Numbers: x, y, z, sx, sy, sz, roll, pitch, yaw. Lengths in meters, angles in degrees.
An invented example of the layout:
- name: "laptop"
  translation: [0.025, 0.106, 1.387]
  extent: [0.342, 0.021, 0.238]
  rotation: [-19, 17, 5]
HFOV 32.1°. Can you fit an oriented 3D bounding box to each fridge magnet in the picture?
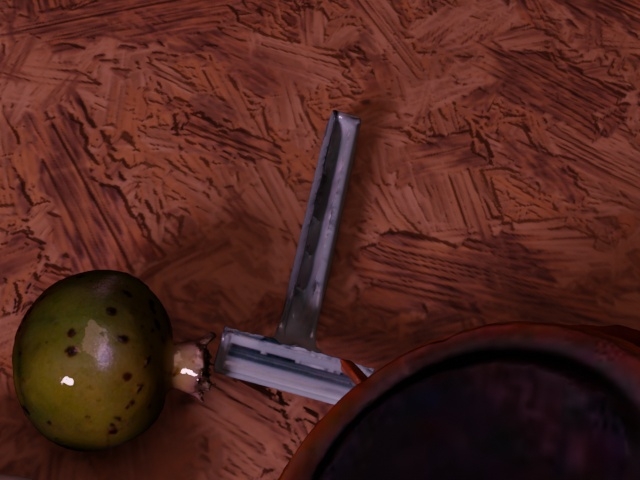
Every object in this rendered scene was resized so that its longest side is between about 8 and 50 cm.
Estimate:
- name: "fridge magnet"
  translation: [0.103, 0.186, 0.631]
  extent: [0.364, 0.155, 0.363]
  rotation: [-21, 37, 17]

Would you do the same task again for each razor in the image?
- name: "razor"
  translation: [-0.002, 0.006, 0.875]
  extent: [0.111, 0.056, 0.278]
  rotation: [16, 48, -4]

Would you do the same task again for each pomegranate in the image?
- name: "pomegranate"
  translation: [-0.148, 0.084, 0.765]
  extent: [0.130, 0.130, 0.130]
  rotation: [3, 55, -4]

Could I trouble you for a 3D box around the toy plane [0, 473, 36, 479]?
- name: "toy plane"
  translation: [-0.267, 0.212, 0.657]
  extent: [0.267, 0.122, 0.267]
  rotation: [-1, 39, 0]
